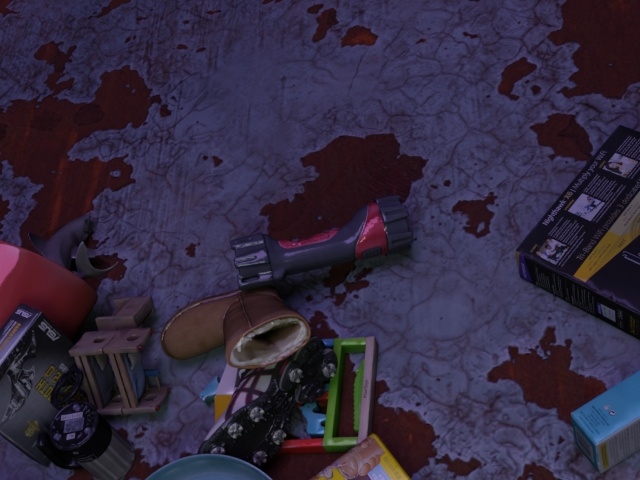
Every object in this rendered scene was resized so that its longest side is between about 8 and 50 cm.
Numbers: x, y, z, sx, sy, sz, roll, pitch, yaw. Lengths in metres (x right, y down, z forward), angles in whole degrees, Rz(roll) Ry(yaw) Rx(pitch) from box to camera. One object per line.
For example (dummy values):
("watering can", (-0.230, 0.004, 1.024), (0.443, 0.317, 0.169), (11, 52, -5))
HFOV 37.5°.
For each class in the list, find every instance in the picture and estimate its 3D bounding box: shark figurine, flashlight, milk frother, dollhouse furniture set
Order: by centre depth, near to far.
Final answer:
("milk frother", (-0.377, 0.299, 1.534), (0.129, 0.135, 0.143), (2, 54, 22))
("flashlight", (0.000, 0.000, 1.605), (0.304, 0.103, 0.103), (-11, 9, -5))
("dollhouse furniture set", (-0.319, 0.194, 1.626), (0.128, 0.129, 0.184), (-5, 23, 16))
("shark figurine", (-0.493, 0.025, 1.759), (0.166, 0.116, 0.278), (-41, 27, -4))

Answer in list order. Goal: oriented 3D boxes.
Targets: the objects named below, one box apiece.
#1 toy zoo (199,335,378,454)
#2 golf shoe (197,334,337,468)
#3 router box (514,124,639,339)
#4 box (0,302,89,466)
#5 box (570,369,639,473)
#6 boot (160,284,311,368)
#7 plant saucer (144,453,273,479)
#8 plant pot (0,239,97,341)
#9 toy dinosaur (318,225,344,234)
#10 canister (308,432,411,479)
("toy zoo", (-0.057, 0.251, 1.521), (0.293, 0.030, 0.192), (-6, 53, 17))
("golf shoe", (-0.093, 0.254, 1.465), (0.273, 0.105, 0.120), (-44, 32, -17))
("router box", (0.497, -0.018, 1.489), (0.243, 0.081, 0.309), (31, 69, 35))
("box", (-0.472, 0.240, 1.551), (0.056, 0.231, 0.183), (16, 61, 31))
("box", (0.468, 0.219, 1.307), (0.244, 0.100, 0.060), (-31, 49, -5))
("boot", (-0.146, 0.148, 1.503), (0.236, 0.089, 0.269), (-30, 14, -4))
("plant saucer", (-0.158, 0.466, 1.335), (0.317, 0.043, 0.318), (-6, 72, 18))
("plant pot", (-0.564, 0.156, 1.650), (0.274, 0.275, 0.243), (9, 68, 26))
("toy dinosaur", (0.036, -0.007, 1.692), (0.082, 0.047, 0.090), (5, 22, 35))
("canister", (0.044, 0.374, 1.361), (0.170, 0.073, 0.126), (-35, 53, -8))
